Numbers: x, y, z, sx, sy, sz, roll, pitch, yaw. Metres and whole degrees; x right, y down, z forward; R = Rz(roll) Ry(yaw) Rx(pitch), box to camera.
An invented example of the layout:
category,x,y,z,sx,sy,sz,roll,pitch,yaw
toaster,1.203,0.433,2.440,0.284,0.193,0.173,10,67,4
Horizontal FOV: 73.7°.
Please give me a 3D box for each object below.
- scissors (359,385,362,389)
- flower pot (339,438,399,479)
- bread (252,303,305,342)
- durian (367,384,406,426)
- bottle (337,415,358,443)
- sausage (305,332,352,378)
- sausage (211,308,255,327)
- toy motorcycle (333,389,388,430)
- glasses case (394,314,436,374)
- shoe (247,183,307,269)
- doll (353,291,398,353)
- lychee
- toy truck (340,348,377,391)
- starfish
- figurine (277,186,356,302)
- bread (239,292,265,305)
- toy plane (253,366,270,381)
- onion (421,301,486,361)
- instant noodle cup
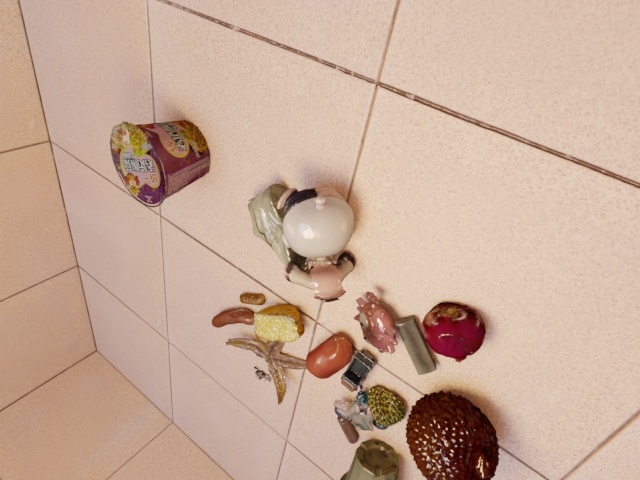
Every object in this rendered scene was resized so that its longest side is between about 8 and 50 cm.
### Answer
category,x,y,z,sx,sy,sz,roll,pitch,yaw
scissors,0.152,0.577,1.783,0.039,0.012,0.113,9,120,35
flower pot,0.226,1.017,1.837,0.290,0.290,0.259,20,113,30
bread,-0.165,0.343,1.818,0.229,0.139,0.143,0,112,27
durian,0.264,0.648,1.660,0.186,0.119,0.108,54,139,3
bottle,0.125,0.852,1.939,0.053,0.053,0.140,-16,104,44
sausage,0.034,0.475,1.732,0.148,0.148,0.254,51,136,4
sausage,-0.426,0.381,2.097,0.327,0.079,0.087,-15,104,42
toy motorcycle,0.161,0.690,1.784,0.239,0.108,0.204,-5,119,14
glasses case,0.328,0.362,1.473,0.071,0.047,0.204,-23,101,14
shoe,-0.165,-0.033,1.613,0.211,0.132,0.341,-10,104,47
doll,0.198,0.295,1.515,0.211,0.093,0.261,33,142,47
lychee,0.431,0.667,1.414,0.330,0.306,0.306,14,126,61
toy truck,0.148,0.514,1.687,0.083,0.092,0.192,36,127,18
starfish,-0.234,0.557,2.013,0.384,0.132,0.398,-42,71,36
figurine,0.009,-0.002,1.414,0.211,0.253,0.361,31,132,58
bread,-0.313,0.270,1.963,0.157,0.044,0.052,-2,110,40
toy plane,-0.302,0.701,2.217,0.121,0.031,0.049,27,120,29
onion,0.416,0.311,1.338,0.195,0.140,0.218,1,119,32
instant noodle cup,-0.621,-0.335,1.704,0.340,0.266,0.339,21,127,30
